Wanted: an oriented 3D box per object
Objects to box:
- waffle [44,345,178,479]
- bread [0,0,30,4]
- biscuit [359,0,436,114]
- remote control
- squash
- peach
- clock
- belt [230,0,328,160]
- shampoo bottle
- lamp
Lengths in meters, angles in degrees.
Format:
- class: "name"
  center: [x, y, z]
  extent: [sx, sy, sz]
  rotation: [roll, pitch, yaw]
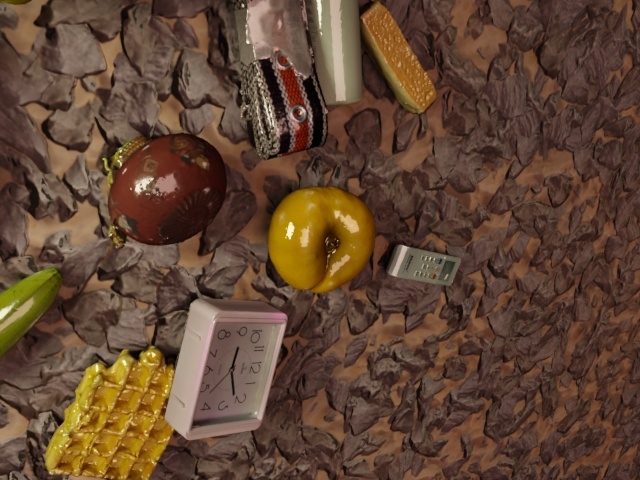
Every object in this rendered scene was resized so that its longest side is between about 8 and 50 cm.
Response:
- class: "waffle"
  center: [-0.290, 0.252, 0.798]
  extent: [0.160, 0.055, 0.211]
  rotation: [22, 97, -34]
- class: "bread"
  center: [-0.195, -0.391, 0.437]
  extent: [0.307, 0.348, 0.348]
  rotation: [-20, 117, -24]
- class: "biscuit"
  center: [0.110, -0.273, 0.811]
  extent: [0.052, 0.056, 0.188]
  rotation: [-45, 124, -4]
- class: "remote control"
  center: [0.193, 0.045, 0.993]
  extent: [0.162, 0.029, 0.061]
  rotation: [12, 105, -36]
- class: "squash"
  center: [-0.412, 0.110, 0.678]
  extent: [0.201, 0.066, 0.066]
  rotation: [-45, 123, -14]
- class: "peach"
  center: [0.000, 0.000, 0.829]
  extent: [0.179, 0.103, 0.179]
  rotation: [-11, 116, -23]
- class: "clock"
  center: [-0.142, 0.193, 0.816]
  extent: [0.150, 0.063, 0.197]
  rotation: [11, 95, -46]
- class: "belt"
  center: [-0.064, -0.280, 0.677]
  extent: [0.094, 0.126, 0.360]
  rotation: [-18, 115, -23]
- class: "shampoo bottle"
  center: [0.011, -0.320, 0.723]
  extent: [0.085, 0.085, 0.263]
  rotation: [-15, 115, -23]
- class: "lamp"
  center: [-0.200, -0.073, 0.684]
  extent: [0.157, 0.135, 0.156]
  rotation: [-20, 152, -49]
